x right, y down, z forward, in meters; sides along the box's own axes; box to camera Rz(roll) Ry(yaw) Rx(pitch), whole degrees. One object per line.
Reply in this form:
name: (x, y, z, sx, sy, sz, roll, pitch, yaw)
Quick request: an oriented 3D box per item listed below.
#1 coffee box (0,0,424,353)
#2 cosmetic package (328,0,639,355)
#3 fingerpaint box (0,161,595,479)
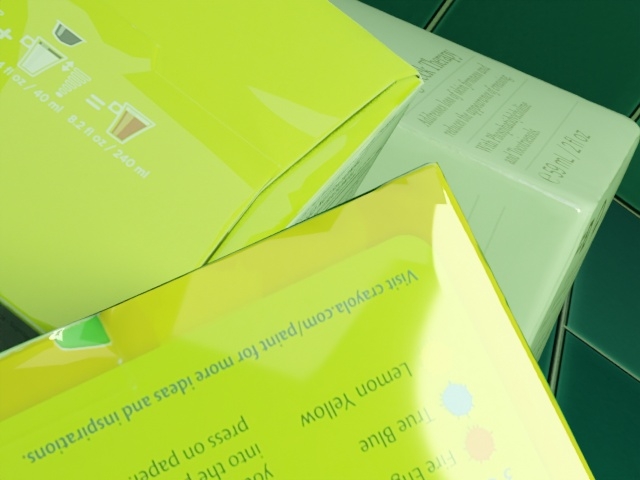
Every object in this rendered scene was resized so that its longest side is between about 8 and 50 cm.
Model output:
coffee box: (-0.202, -0.019, 1.214, 0.337, 0.334, 0.338, 38, 48, 5)
cosmetic package: (0.000, 0.000, 1.575, 0.393, 0.327, 0.329, 25, 19, 8)
fingerpaint box: (-0.076, 0.226, 0.809, 0.445, 0.163, 0.371, -25, 86, -28)
